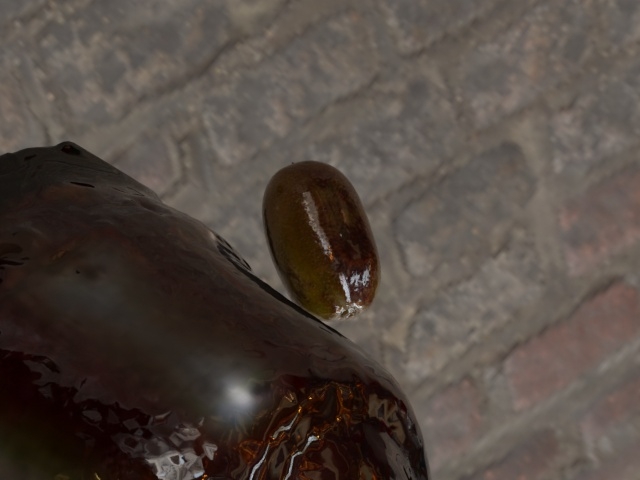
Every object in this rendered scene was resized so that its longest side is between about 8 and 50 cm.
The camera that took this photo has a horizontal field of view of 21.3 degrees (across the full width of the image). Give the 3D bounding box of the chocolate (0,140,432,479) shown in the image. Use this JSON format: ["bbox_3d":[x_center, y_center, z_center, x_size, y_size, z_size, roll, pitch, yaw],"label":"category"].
[{"bbox_3d":[-0.109,0.173,1.052,0.384,0.331,0.383,-26,130,-35],"label":"chocolate"}]

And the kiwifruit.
[{"bbox_3d":[0.000,0.000,1.222,0.075,0.124,0.075,-19,162,-6],"label":"kiwifruit"}]
